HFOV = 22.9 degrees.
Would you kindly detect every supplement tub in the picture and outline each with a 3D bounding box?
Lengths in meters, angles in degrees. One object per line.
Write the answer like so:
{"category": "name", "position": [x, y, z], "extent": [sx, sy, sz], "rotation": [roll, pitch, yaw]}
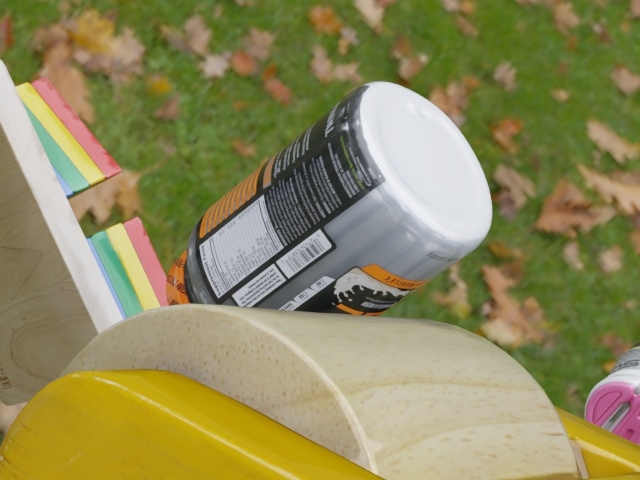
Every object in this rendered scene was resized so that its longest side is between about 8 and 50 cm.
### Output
{"category": "supplement tub", "position": [0.000, 0.000, 0.954], "extent": [0.117, 0.190, 0.117], "rotation": [31, 40, -29]}

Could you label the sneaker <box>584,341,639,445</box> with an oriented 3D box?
{"category": "sneaker", "position": [0.225, 0.090, 0.817], "extent": [0.170, 0.063, 0.075], "rotation": [14, 33, 11]}

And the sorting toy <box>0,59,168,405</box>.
{"category": "sorting toy", "position": [-0.230, -0.008, 1.281], "extent": [0.089, 0.257, 0.255], "rotation": [-27, 95, -32]}

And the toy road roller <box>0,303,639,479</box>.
{"category": "toy road roller", "position": [0.056, 0.178, 0.402], "extent": [0.329, 0.241, 0.202], "rotation": [28, 10, 30]}
